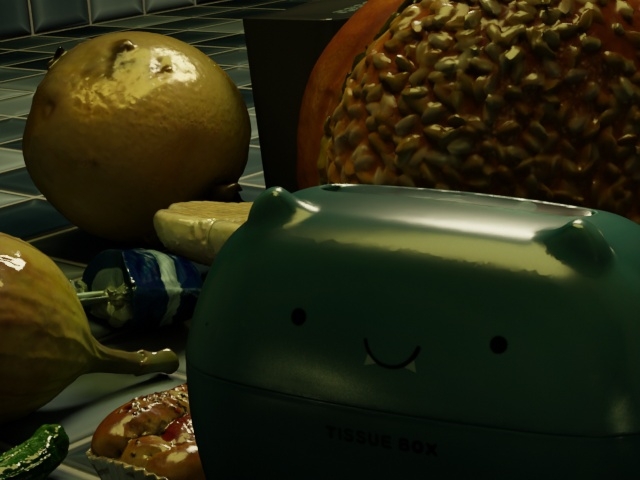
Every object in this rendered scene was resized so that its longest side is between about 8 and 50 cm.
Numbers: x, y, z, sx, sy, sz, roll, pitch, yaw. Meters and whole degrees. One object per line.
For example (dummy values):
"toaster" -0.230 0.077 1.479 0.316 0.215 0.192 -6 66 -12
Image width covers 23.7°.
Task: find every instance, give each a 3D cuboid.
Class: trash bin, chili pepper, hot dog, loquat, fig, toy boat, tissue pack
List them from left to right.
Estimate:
"chili pepper" -0.218 0.155 0.999 0.118 0.035 0.055 -19 6 -16
"fig" -0.216 0.059 1.130 0.230 0.143 0.160 -12 13 -23
"toy boat" -0.240 0.046 1.296 0.291 0.070 0.210 -4 -1 5
"loquat" -0.184 -0.101 1.593 0.243 0.244 0.244 -4 15 1
"hot dog" -0.076 0.124 1.024 0.108 0.059 0.191 12 19 28
"trash bin" 0.012 -0.137 1.633 0.115 0.226 0.165 5 18 31
"tissue pack" 0.073 0.065 0.893 0.287 0.206 0.198 9 18 23

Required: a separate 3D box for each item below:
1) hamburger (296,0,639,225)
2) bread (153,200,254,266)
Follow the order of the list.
"hamburger" 0.150 -0.050 1.119 0.329 0.330 0.250 -8 17 -13
"bread" 0.000 0.000 1.393 0.316 0.054 0.316 4 7 -1
